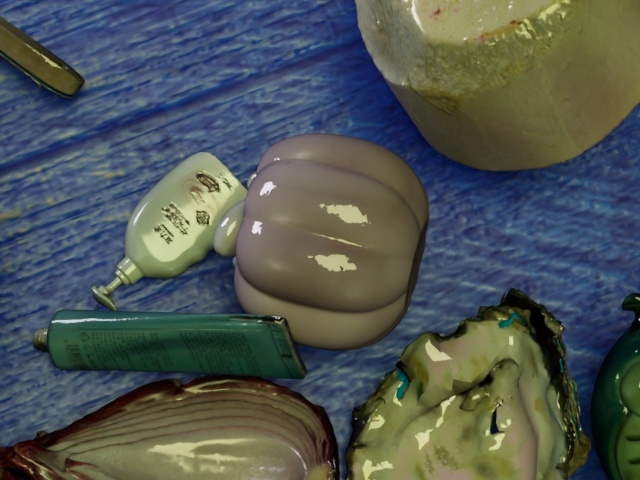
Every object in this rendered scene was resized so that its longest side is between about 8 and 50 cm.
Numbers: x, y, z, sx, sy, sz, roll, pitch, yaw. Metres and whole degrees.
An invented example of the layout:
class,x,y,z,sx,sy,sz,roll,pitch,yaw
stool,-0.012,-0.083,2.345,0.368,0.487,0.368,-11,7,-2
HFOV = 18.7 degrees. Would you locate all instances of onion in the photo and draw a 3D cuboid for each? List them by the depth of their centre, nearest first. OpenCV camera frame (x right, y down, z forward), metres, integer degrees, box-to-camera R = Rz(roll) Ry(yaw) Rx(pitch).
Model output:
class,x,y,z,sx,sy,sz,roll,pitch,yaw
onion,-0.123,0.210,1.515,0.283,0.120,0.227,8,40,7

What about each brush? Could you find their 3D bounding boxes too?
class,x,y,z,sx,sy,sz,roll,pitch,yaw
brush,-0.342,-0.205,1.606,0.327,0.070,0.065,34,96,-1

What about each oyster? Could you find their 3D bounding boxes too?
class,x,y,z,sx,sy,sz,roll,pitch,yaw
oyster,0.114,0.158,1.561,0.198,0.092,0.260,9,82,24

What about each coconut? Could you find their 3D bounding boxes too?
class,x,y,z,sx,sy,sz,roll,pitch,yaw
coconut,0.158,-0.177,1.572,0.239,0.244,0.239,-10,63,19

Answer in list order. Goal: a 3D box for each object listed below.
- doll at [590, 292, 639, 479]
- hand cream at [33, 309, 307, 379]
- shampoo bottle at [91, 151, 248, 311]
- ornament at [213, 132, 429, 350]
class,x,y,z,sx,sy,sz,roll,pitch,yaw
doll,0.336,0.174,1.554,0.198,0.186,0.322,-30,97,9
hand cream,-0.124,0.081,1.546,0.224,0.083,0.048,2,52,17
shampoo bottle,-0.129,-0.002,1.599,0.152,0.045,0.077,-41,87,-11
ornament,0.000,-0.001,1.550,0.177,0.177,0.178,1,80,-6
